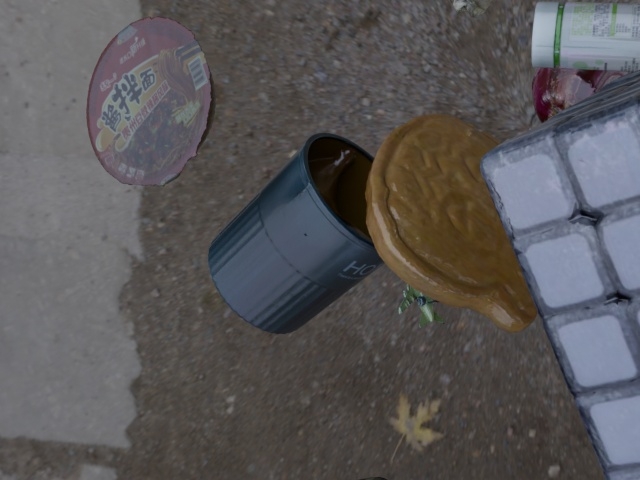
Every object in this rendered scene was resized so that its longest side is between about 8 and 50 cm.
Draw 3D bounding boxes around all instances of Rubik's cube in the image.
[{"bbox_3d":[0.265,0.001,0.551,0.238,0.237,0.237,-18,94,36],"label":"Rubik's cube"}]

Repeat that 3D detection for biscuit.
[{"bbox_3d":[0.241,-0.043,1.591,0.365,0.385,0.062,31,134,-8],"label":"biscuit"}]

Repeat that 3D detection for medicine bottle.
[{"bbox_3d":[0.366,-0.259,1.299,0.183,0.086,0.086,6,97,16],"label":"medicine bottle"}]

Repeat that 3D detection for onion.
[{"bbox_3d":[0.398,-0.238,1.525,0.135,0.173,0.198,22,56,33],"label":"onion"}]

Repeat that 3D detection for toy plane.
[{"bbox_3d":[0.170,0.089,1.688,0.102,0.040,0.111,-8,78,-31],"label":"toy plane"}]

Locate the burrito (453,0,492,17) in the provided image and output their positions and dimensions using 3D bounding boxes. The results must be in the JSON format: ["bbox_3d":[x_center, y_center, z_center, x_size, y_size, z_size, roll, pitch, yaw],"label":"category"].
[{"bbox_3d":[0.298,-0.455,1.669,0.226,0.087,0.060,-48,50,45],"label":"burrito"}]

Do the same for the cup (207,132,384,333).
[{"bbox_3d":[-0.013,-0.013,1.786,0.242,0.308,0.292,48,121,0],"label":"cup"}]

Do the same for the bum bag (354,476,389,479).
[{"bbox_3d":[0.087,0.282,0.886,0.248,0.069,0.102,33,61,31],"label":"bum bag"}]

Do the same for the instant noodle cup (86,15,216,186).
[{"bbox_3d":[-0.250,-0.217,1.633,0.274,0.091,0.274,-1,88,35],"label":"instant noodle cup"}]
